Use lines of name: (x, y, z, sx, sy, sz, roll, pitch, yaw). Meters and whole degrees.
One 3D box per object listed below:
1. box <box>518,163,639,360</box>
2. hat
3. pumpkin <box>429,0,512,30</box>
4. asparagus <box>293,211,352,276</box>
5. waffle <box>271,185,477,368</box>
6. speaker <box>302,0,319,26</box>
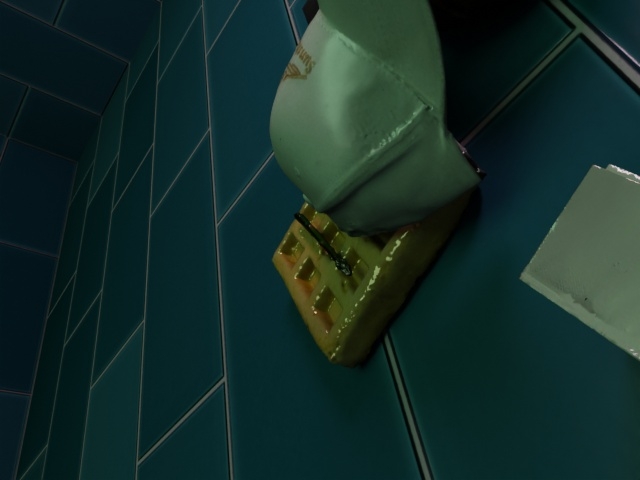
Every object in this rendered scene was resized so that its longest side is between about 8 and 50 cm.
box: (0.231, 0.053, 0.266, 0.086, 0.130, 0.225, -60, 33, 12)
hat: (0.011, -0.162, 0.523, 0.168, 0.301, 0.257, -25, 41, 0)
pumpkin: (0.139, -0.357, 0.587, 0.260, 0.189, 0.260, -30, 50, 44)
asparagus: (0.000, 0.000, 0.648, 0.013, 0.016, 0.166, -27, 32, -10)
waffle: (0.044, -0.011, 0.653, 0.247, 0.055, 0.221, -59, 33, 15)
speaker: (0.054, -0.440, 0.898, 0.218, 0.044, 0.082, -49, 37, 30)
